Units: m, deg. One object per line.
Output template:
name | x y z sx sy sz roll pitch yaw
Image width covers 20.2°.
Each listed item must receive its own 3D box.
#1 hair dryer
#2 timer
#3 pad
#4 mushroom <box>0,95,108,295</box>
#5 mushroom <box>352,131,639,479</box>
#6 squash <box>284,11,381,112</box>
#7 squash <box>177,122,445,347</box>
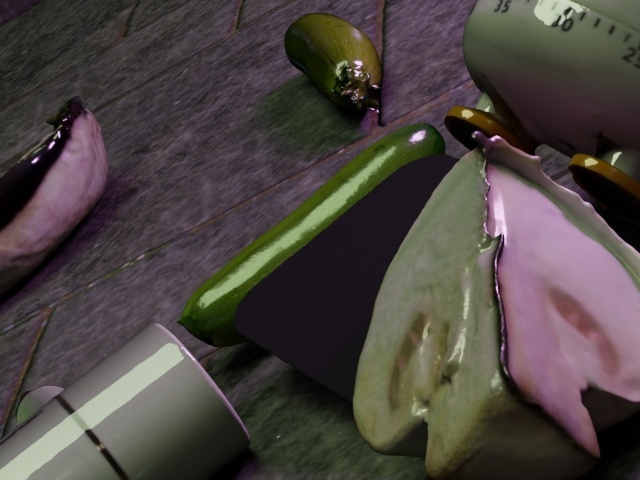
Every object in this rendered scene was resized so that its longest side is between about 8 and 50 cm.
hair dryer | -0.204 0.165 1.513 0.203 0.128 0.362 -39 13 -12
timer | 0.234 -0.152 1.373 0.240 0.233 0.233 -60 25 -6
pad | 0.087 0.080 1.385 0.315 0.063 0.375 -38 32 -16
mushroom | -0.378 -0.024 2.166 0.344 0.130 0.247 -45 8 -32
mushroom | 0.130 0.088 1.186 0.173 0.162 0.236 -54 23 40
squash | 0.018 -0.204 2.034 0.087 0.087 0.331 -33 21 1
squash | 0.002 0.001 1.599 0.292 0.082 0.082 -40 22 -13
